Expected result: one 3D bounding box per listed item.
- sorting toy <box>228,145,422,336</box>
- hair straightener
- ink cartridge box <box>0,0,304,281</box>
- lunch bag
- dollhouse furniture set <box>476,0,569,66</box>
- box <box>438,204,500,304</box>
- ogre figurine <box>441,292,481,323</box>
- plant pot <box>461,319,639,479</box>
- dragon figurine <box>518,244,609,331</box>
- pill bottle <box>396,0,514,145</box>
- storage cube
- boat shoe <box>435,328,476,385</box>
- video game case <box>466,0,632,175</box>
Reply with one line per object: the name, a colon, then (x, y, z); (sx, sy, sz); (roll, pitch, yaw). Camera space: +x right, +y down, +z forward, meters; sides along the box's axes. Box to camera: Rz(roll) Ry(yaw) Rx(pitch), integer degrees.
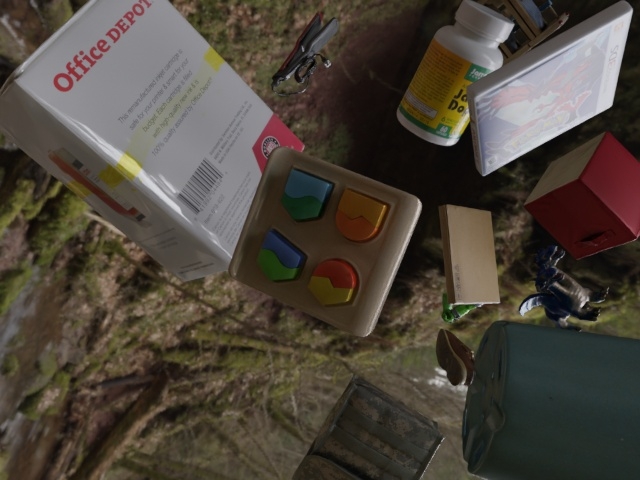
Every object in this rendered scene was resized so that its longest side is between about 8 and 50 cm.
sorting toy: (0.000, 0.000, 0.775); (0.038, 0.208, 0.192); (-11, 123, -76)
hair straightener: (-0.025, -0.379, 1.246); (0.230, 0.089, 0.047); (-55, 157, -24)
ink cartridge box: (-0.246, -0.166, 0.930); (0.161, 0.384, 0.279); (-15, -141, 46)
lunch bag: (0.099, 0.486, 1.357); (0.286, 0.235, 0.169); (-60, 175, 0)
dollhouse furniture set: (0.387, -0.444, 1.144); (0.129, 0.129, 0.183); (-32, -170, 46)
box: (0.310, 0.031, 1.252); (0.021, 0.165, 0.201); (-14, -104, 47)
ogre figurine: (0.398, 0.141, 1.647); (0.118, 0.096, 0.197); (-22, -176, 37)
plant pot: (0.422, 0.287, 0.974); (0.341, 0.335, 0.340); (12, 90, -86)
dragon figurine: (0.417, 0.107, 1.100); (0.085, 0.144, 0.289); (-58, 166, -22)
pill bottle: (0.217, -0.268, 0.971); (0.117, 0.118, 0.208); (-73, -171, -59)
storage cube: (0.639, -0.104, 1.428); (0.215, 0.193, 0.184); (-50, -174, -28)
boat shoe: (0.286, 0.245, 1.262); (0.178, 0.060, 0.064); (-105, -156, -68)
video game case: (0.282, -0.179, 0.758); (0.023, 0.201, 0.183); (64, 4, 30)
